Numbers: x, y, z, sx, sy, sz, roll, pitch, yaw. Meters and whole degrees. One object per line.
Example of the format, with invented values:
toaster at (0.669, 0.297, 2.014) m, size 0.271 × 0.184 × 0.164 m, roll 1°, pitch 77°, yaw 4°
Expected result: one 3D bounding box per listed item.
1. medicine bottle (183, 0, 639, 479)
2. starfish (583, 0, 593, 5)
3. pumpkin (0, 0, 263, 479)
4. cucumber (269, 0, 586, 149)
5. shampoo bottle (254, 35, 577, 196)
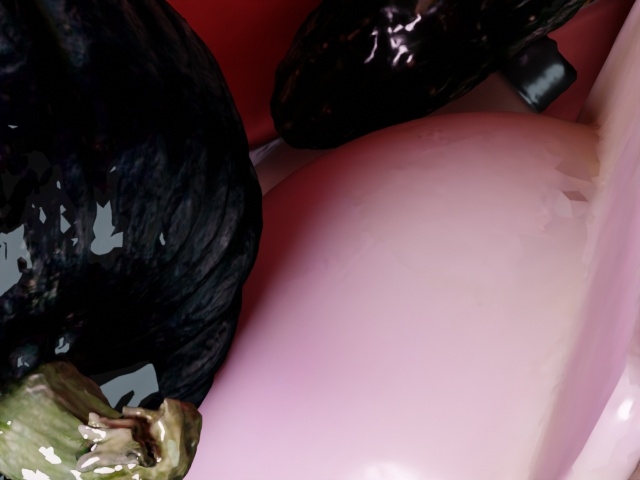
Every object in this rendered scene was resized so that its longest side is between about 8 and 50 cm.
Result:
medicine bottle at (0.044, 0.106, 0.546) m, size 0.236 × 0.236 × 0.406 m, roll -25°, pitch 148°, yaw -38°
starfish at (0.247, -0.090, 0.694) m, size 0.312 × 0.113 × 0.303 m, roll -27°, pitch 120°, yaw 4°
pumpkin at (-0.103, 0.010, 0.392) m, size 0.194 × 0.150 × 0.194 m, roll -14°, pitch 159°, yaw -6°
cucumber at (0.103, -0.134, 0.553) m, size 0.303 × 0.072 × 0.081 m, roll -38°, pitch 163°, yaw -3°
shampoo bottle at (0.000, 0.000, 0.660) m, size 0.257 × 0.078 × 0.127 m, roll -40°, pitch 158°, yaw 11°
